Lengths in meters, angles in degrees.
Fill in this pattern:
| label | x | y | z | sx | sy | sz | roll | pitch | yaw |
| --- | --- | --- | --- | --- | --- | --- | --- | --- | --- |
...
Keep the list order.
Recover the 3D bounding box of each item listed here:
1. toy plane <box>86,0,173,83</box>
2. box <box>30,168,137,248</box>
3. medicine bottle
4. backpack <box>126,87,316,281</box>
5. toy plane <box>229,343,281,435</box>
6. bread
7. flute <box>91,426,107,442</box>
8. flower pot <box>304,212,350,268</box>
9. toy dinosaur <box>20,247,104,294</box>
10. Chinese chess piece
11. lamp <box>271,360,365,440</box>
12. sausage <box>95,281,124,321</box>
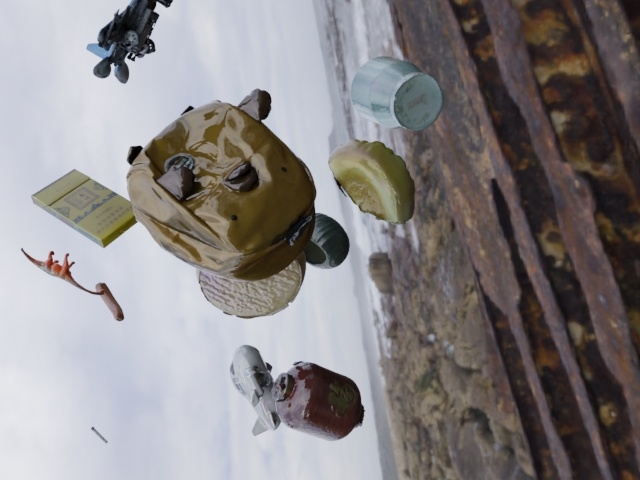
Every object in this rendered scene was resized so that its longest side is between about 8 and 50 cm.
| label | x | y | z | sx | sy | sz | roll | pitch | yaw |
| --- | --- | --- | --- | --- | --- | --- | --- | --- | --- |
| toy plane | -0.309 | -0.386 | 1.052 | 0.078 | 0.246 | 0.169 | 41 | -170 | 1 |
| box | -0.641 | -0.093 | 1.682 | 0.153 | 0.279 | 0.041 | -47 | -24 | -36 |
| medicine bottle | 0.275 | -0.515 | 2.166 | 0.290 | 0.245 | 0.245 | -134 | 27 | -57 |
| backpack | -0.177 | -0.104 | 1.196 | 0.353 | 0.378 | 0.201 | -51 | -13 | -24 |
| toy plane | -0.174 | 0.407 | 1.679 | 0.252 | 0.118 | 0.252 | 158 | 90 | -85 |
| bread | 0.155 | -0.163 | 1.540 | 0.260 | 0.158 | 0.156 | 53 | 143 | -1 |
| flute | -0.770 | 0.680 | 2.122 | 0.269 | 0.014 | 0.014 | 107 | 157 | -61 |
| flower pot | 0.000 | 0.000 | 2.209 | 0.243 | 0.157 | 0.189 | 37 | 138 | 31 |
| toy dinosaur | -0.811 | 0.093 | 1.925 | 0.055 | 0.280 | 0.101 | 123 | 162 | -44 |
| Chinese chess piece | -0.169 | 0.063 | 1.487 | 0.112 | 0.270 | 0.270 | -102 | -1 | -55 |
| lamp | -0.007 | 0.393 | 1.515 | 0.258 | 0.180 | 0.180 | 29 | -149 | -25 |
| sausage | -0.728 | 0.213 | 2.107 | 0.177 | 0.040 | 0.047 | 49 | 168 | 25 |
